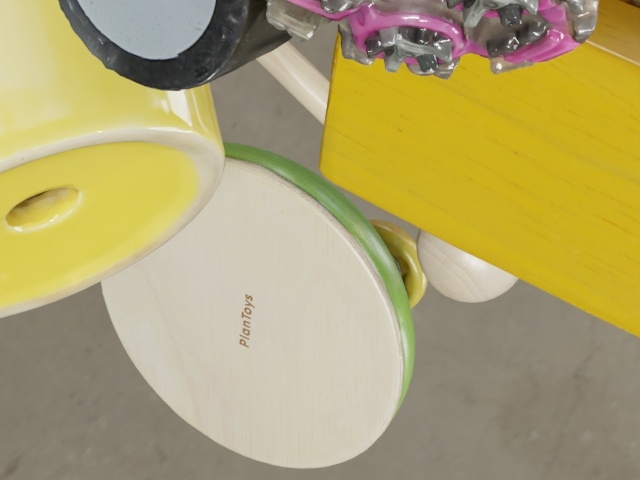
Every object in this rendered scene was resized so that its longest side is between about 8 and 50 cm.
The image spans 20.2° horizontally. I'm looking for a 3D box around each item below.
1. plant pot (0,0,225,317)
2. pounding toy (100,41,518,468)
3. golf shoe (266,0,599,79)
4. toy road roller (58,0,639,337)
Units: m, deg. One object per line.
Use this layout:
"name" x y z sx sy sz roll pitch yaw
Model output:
"plant pot" -0.157 -0.104 0.757 0.254 0.254 0.239 -13 68 -32
"pounding toy" 0.000 0.000 0.923 0.183 0.237 0.110 44 43 3
"golf shoe" -0.025 -0.095 0.332 0.186 0.067 0.086 18 69 -33
"toy road roller" 0.079 -0.142 0.563 0.329 0.240 0.202 31 39 25
